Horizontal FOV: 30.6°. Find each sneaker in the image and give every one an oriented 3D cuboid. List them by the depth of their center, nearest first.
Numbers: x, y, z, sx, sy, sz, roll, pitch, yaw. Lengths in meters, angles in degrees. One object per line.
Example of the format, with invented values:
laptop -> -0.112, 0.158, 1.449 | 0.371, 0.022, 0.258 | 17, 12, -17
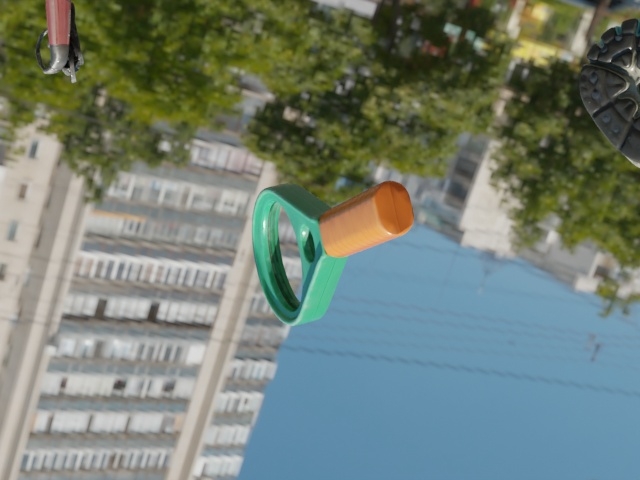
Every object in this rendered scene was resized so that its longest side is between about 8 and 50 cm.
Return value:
sneaker -> 0.308, -0.040, 0.860 | 0.122, 0.110, 0.283 | -6, -112, -53

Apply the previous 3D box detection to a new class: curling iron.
curling iron -> -0.225, -0.267, 0.966 | 0.035, 0.273, 0.068 | -7, -169, -25

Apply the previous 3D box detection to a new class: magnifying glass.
magnifying glass -> 0.000, 0.000, 0.701 | 0.026, 0.092, 0.231 | -11, 175, -22
